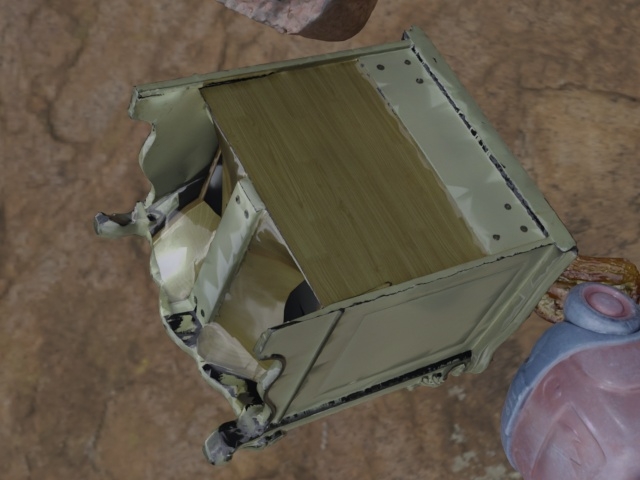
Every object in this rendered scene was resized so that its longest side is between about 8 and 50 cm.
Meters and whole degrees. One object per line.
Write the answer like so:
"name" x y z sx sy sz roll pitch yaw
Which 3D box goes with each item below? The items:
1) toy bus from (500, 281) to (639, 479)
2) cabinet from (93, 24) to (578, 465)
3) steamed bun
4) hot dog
"toy bus" 0.321 0.182 0.986 0.232 0.294 0.197 -113 33 -51
"cabinet" 0.000 0.000 1.008 0.290 0.318 0.227 59 146 25
"steamed bun" -0.024 -0.234 0.818 0.175 0.106 0.145 17 126 -16
"hot dog" 0.327 0.059 1.360 0.147 0.065 0.099 7 117 16
